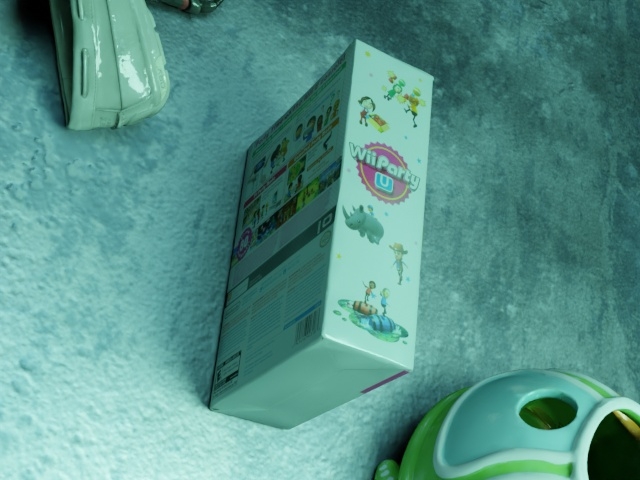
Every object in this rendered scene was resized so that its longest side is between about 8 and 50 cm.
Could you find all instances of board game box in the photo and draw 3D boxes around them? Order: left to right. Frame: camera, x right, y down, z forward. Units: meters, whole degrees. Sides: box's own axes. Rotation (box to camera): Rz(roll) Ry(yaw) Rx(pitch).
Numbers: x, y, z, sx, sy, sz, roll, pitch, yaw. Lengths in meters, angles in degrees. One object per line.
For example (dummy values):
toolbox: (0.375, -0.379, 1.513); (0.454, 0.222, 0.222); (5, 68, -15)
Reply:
board game box: (0.000, 0.000, 0.903); (0.098, 0.224, 0.303); (20, 59, -24)

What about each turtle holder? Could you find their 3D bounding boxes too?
turtle holder: (0.188, 0.249, 0.906); (0.320, 0.227, 0.243); (-11, 75, -38)

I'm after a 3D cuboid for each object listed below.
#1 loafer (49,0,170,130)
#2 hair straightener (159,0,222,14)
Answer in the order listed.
loafer: (-0.237, -0.261, 0.906); (0.112, 0.112, 0.319); (-20, 98, -24)
hair straightener: (-0.197, -0.306, 1.032); (0.231, 0.047, 0.089); (9, 63, -29)
